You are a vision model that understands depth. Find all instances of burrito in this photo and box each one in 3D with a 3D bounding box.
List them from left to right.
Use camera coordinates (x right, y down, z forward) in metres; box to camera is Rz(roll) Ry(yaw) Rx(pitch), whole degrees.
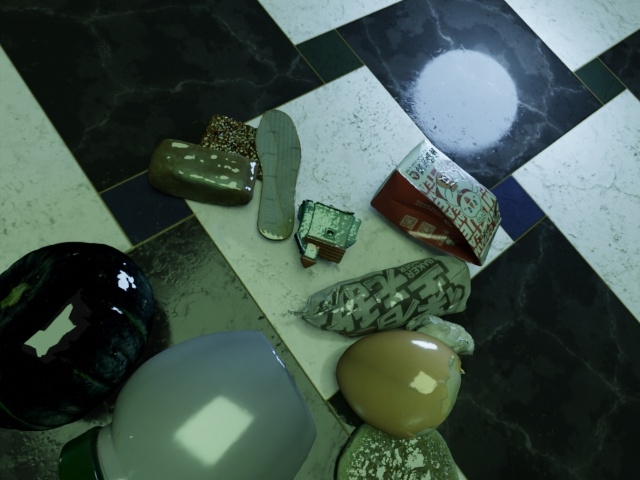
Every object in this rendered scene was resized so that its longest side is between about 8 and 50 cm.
[{"bbox_3d":[0.143,0.132,0.944,0.445,0.101,0.139,-11,84,-19],"label":"burrito"}]

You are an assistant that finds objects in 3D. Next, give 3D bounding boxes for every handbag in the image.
[{"bbox_3d":[0.288,-0.073,1.020,0.298,0.151,0.171,41,54,3],"label":"handbag"}]

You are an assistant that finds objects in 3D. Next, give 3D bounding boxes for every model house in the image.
[{"bbox_3d":[0.000,0.000,0.962,0.148,0.119,0.149,22,78,-9],"label":"model house"}]

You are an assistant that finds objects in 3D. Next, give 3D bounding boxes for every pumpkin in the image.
[{"bbox_3d":[-0.428,0.160,0.716,0.315,0.238,0.315,-12,45,13],"label":"pumpkin"}]

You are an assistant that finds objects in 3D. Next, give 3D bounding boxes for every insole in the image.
[{"bbox_3d":[-0.102,-0.165,1.020,0.119,0.009,0.349,6,70,-14],"label":"insole"}]

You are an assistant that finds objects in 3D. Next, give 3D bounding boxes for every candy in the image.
[{"bbox_3d":[-0.260,-0.148,0.954,0.233,0.102,0.104,14,67,-10],"label":"candy"}]

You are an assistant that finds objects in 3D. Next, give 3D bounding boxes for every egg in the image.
[{"bbox_3d":[0.150,0.274,0.836,0.244,0.201,0.201,10,66,17],"label":"egg"}]

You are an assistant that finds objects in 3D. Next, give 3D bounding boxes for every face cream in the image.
[{"bbox_3d":[-0.207,0.334,0.719,0.357,0.219,0.313,-27,78,-20],"label":"face cream"}]

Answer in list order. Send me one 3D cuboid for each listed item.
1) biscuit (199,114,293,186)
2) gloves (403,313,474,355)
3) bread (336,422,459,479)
[{"bbox_3d":[-0.171,-0.221,1.043,0.236,0.026,0.131,19,68,-5],"label":"biscuit"},{"bbox_3d":[0.250,0.215,0.934,0.153,0.114,0.070,24,43,-19],"label":"gloves"},{"bbox_3d":[0.159,0.480,0.848,0.266,0.040,0.267,4,68,-11],"label":"bread"}]
